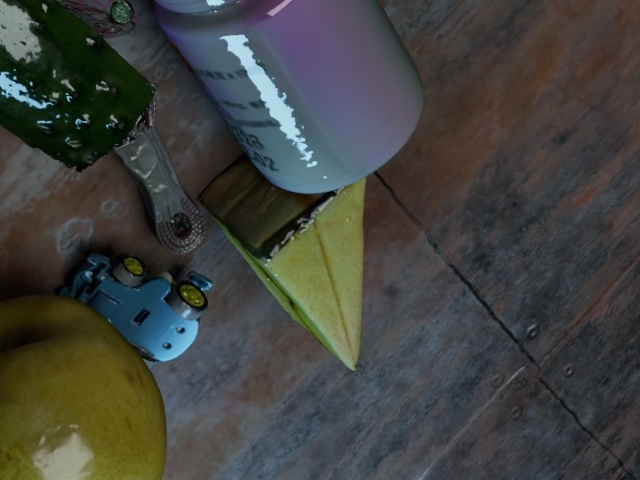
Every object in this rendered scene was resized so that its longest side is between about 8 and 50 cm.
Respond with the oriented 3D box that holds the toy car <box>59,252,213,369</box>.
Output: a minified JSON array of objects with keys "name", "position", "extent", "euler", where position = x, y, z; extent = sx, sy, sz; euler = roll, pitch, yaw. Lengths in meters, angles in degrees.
[{"name":"toy car","position":[-0.216,0.065,2.087],"extent":[0.161,0.098,0.126],"euler":[33,120,-13]}]

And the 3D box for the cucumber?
[{"name":"cucumber","position":[-0.321,-0.193,1.825],"extent":[0.325,0.145,0.105],"euler":[43,56,-38]}]

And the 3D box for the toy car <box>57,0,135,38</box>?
[{"name":"toy car","position":[-0.262,-0.250,1.883],"extent":[0.142,0.069,0.055],"euler":[14,67,-39]}]

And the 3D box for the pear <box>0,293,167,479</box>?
[{"name":"pear","position":[-0.312,0.219,1.953],"extent":[0.314,0.314,0.314],"euler":[-16,123,-27]}]

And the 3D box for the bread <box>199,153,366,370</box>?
[{"name":"bread","position":[0.001,0.003,2.138],"extent":[0.163,0.167,0.264],"euler":[-43,134,-7]}]

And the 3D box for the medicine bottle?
[{"name":"medicine bottle","position":[-0.057,-0.247,1.916],"extent":[0.219,0.219,0.388],"euler":[-42,131,-7]}]

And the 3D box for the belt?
[{"name":"belt","position":[-0.194,-0.079,2.028],"extent":[0.071,0.053,0.232],"euler":[-31,129,-15]}]
